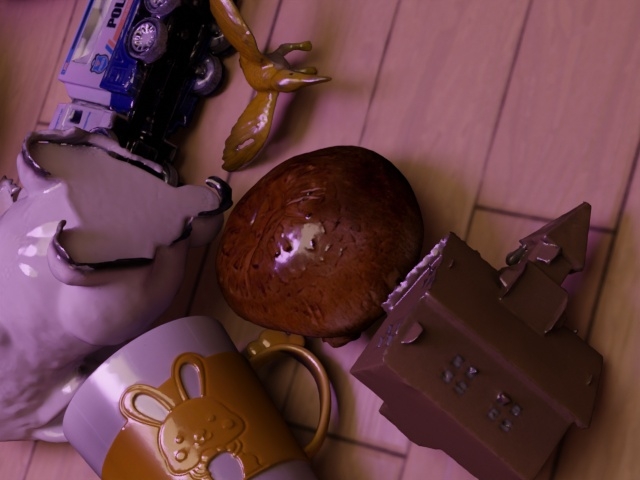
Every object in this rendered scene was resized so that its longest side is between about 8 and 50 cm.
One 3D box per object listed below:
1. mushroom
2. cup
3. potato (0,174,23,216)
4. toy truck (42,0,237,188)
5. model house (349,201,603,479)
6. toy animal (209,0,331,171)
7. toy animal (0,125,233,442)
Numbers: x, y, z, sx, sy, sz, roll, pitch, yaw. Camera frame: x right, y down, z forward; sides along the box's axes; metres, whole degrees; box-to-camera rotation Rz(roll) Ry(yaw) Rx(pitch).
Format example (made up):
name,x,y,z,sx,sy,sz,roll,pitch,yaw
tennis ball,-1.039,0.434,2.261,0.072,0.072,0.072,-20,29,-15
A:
name,x,y,z,sx,sy,sz,roll,pitch,yaw
mushroom,-0.011,-0.005,1.280,0.231,0.138,0.194,-3,73,50
cup,-0.087,0.189,1.281,0.241,0.185,0.226,-33,64,-13
potato,-0.341,-0.003,1.529,0.086,0.061,0.122,-36,60,15
toy truck,-0.204,-0.171,1.469,0.155,0.124,0.268,16,81,39
model house,0.160,0.065,1.193,0.181,0.176,0.248,41,73,-8
toy animal,-0.042,-0.178,1.388,0.155,0.095,0.219,2,115,29
toy animal,-0.261,0.071,1.360,0.357,0.257,0.194,-57,34,36
